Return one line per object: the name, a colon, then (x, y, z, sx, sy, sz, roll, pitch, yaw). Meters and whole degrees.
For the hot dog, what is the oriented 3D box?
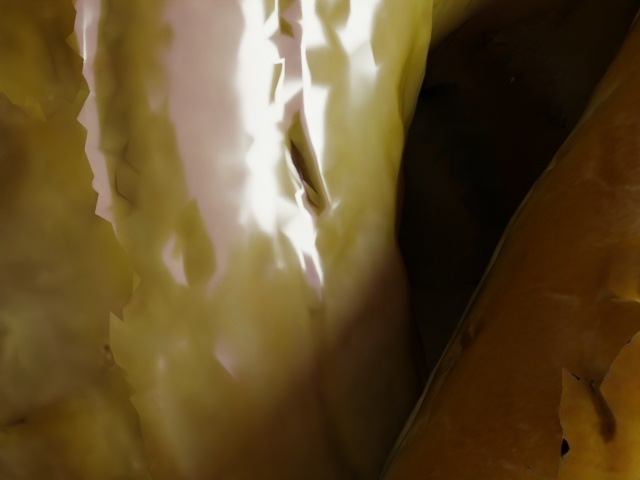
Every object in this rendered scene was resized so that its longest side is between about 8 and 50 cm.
hot dog: (0.113, 0.037, 0.408, 0.349, 0.117, 0.158, -56, 129, -37)

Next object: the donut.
donut: (0.000, 0.000, 0.520, 0.449, 0.198, 0.449, 5, 83, -50)
